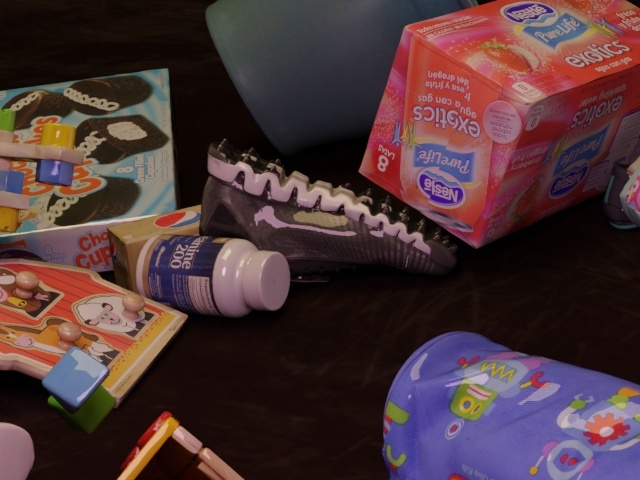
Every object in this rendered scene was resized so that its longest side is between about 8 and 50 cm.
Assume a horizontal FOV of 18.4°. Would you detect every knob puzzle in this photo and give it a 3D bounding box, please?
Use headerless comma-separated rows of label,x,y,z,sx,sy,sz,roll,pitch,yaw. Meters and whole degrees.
knob puzzle,-0.218,0.053,1.582,0.213,0.030,0.213,14,24,-7

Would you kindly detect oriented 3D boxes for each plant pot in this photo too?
plant pot,0.029,-0.225,2.063,0.255,0.272,0.271,-28,17,8

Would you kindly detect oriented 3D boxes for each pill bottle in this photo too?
pill bottle,-0.089,0.030,1.659,0.120,0.067,0.067,4,21,30

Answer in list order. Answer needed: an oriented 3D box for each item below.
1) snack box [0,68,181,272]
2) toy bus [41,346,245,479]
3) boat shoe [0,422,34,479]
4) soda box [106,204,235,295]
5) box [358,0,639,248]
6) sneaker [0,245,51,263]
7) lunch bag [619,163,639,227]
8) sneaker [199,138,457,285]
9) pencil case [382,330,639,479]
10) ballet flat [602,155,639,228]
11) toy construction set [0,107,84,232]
snack box,-0.233,-0.067,1.929,0.187,0.060,0.322,-8,30,-2
toy bus,-0.093,0.177,1.157,0.191,0.202,0.104,22,64,43
boat shoe,-0.277,0.173,1.328,0.063,0.066,0.184,12,36,42
soda box,-0.093,0.001,1.764,0.181,0.058,0.061,-15,20,-19
box,0.191,-0.121,1.780,0.142,0.154,0.300,34,34,26
sneaker,-0.280,0.058,1.632,0.098,0.083,0.223,11,24,31
lunch bag,0.394,-0.052,1.591,0.262,0.160,0.223,-23,25,-12
sneaker,0.000,0.000,1.703,0.234,0.106,0.078,20,13,1
pencil case,0.159,0.144,1.149,0.133,0.119,0.306,-31,28,-28
ballet flat,0.344,-0.065,1.776,0.203,0.074,0.074,-14,20,-21
toy construction set,-0.373,-0.054,1.721,0.215,0.151,0.327,8,-18,-35
